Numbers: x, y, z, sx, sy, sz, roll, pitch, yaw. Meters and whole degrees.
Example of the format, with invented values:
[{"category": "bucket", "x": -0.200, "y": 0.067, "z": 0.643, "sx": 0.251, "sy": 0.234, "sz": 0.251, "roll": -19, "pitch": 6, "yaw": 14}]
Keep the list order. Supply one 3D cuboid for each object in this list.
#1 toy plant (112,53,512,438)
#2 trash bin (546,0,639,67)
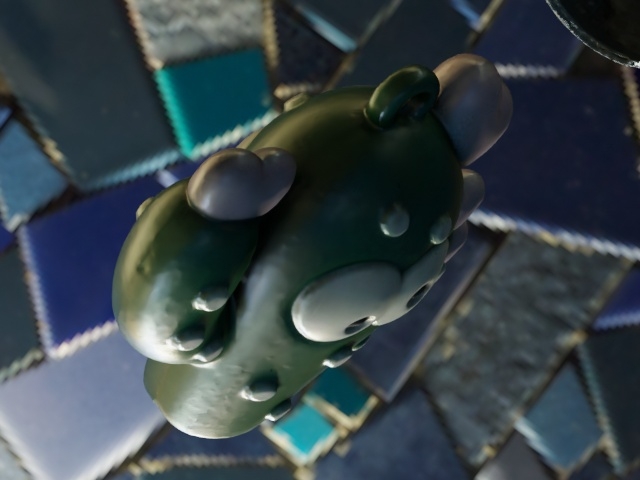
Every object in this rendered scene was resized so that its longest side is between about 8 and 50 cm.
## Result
[{"category": "toy plant", "x": -0.003, "y": 0.000, "z": 0.889, "sx": 0.232, "sy": 0.112, "sz": 0.243, "roll": -30, "pitch": 157, "yaw": -24}, {"category": "trash bin", "x": 0.270, "y": -0.237, "z": 1.307, "sx": 0.161, "sy": 0.175, "sz": 0.175, "roll": -50, "pitch": 172, "yaw": -32}]
